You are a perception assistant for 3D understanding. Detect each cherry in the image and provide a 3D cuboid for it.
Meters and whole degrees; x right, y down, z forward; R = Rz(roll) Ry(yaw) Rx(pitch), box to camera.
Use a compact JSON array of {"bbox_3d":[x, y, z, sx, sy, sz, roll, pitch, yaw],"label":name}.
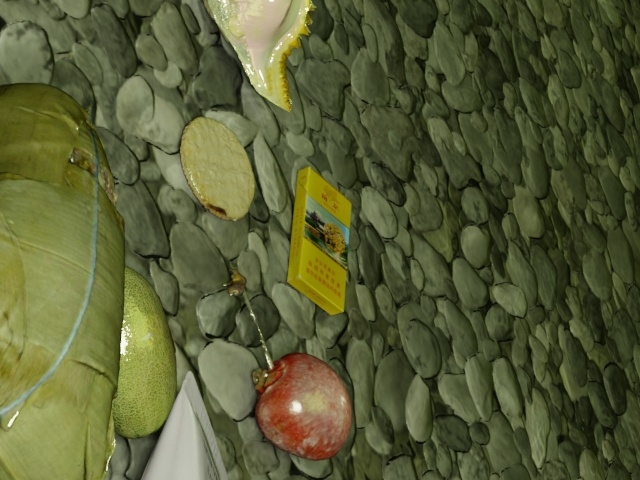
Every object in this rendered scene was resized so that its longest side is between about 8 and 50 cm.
[{"bbox_3d":[-0.043,0.138,1.591,0.225,0.090,0.107,53,43,-23],"label":"cherry"}]

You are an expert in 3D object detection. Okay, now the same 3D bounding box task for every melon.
[{"bbox_3d":[-0.178,0.100,1.401,0.099,0.099,0.162,-22,97,-58],"label":"melon"}]

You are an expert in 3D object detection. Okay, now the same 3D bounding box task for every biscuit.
[{"bbox_3d":[-0.110,-0.077,1.675,0.120,0.015,0.120,32,48,-44],"label":"biscuit"}]

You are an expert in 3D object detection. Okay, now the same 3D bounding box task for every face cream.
[{"bbox_3d":[-0.130,0.262,1.397,0.273,0.096,0.154,-75,154,-50],"label":"face cream"}]

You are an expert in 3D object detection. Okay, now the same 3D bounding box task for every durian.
[{"bbox_3d":[-0.072,-0.252,1.763,0.140,0.078,0.224,-17,102,-15],"label":"durian"}]

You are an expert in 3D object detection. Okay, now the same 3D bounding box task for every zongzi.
[{"bbox_3d":[-0.270,-0.020,1.177,0.393,0.174,0.356,63,20,-57],"label":"zongzi"}]

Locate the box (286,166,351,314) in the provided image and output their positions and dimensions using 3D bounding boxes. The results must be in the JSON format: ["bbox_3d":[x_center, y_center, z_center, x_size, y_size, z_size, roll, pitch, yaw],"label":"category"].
[{"bbox_3d":[0.000,0.000,1.793,0.087,0.023,0.155,36,45,-38],"label":"box"}]
